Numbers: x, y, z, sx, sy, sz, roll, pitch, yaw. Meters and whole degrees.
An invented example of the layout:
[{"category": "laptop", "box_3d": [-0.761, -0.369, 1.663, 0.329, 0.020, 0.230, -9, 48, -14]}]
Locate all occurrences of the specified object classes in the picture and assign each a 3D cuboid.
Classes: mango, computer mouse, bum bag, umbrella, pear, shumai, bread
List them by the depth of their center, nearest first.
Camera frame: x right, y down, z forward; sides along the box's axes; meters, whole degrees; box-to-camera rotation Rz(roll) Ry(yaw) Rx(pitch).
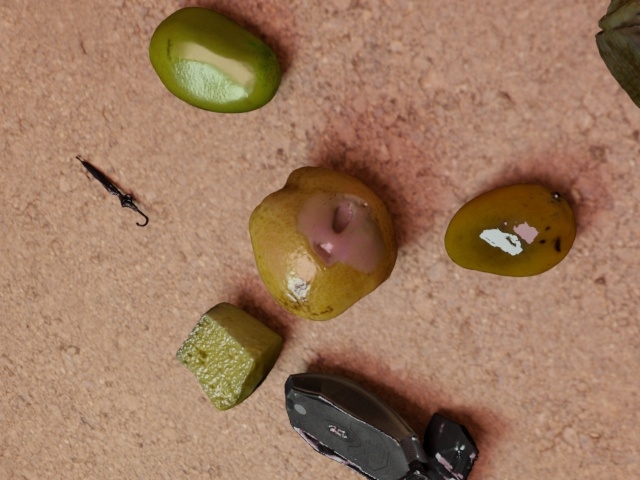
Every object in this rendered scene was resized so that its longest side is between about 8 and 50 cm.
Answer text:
[{"category": "shumai", "box_3d": [0.337, -0.176, 0.861, 0.142, 0.184, 0.184, -39, 92, 11]}, {"category": "mango", "box_3d": [0.199, -0.006, 1.055, 0.161, 0.076, 0.103, -17, 112, 46]}, {"category": "pear", "box_3d": [0.000, 0.000, 1.125, 0.178, 0.178, 0.178, 15, 123, 25]}, {"category": "mango", "box_3d": [-0.126, -0.203, 1.140, 0.163, 0.089, 0.117, 34, 129, 11]}, {"category": "bum bag", "box_3d": [0.160, 0.301, 1.267, 0.087, 0.049, 0.197, 41, 136, 32]}, {"category": "computer mouse", "box_3d": [0.051, 0.239, 1.283, 0.231, 0.071, 0.126, 25, 137, 23]}, {"category": "bread", "box_3d": [-0.117, 0.154, 1.321, 0.114, 0.111, 0.129, 41, 110, 12]}, {"category": "umbrella", "box_3d": [-0.290, -0.073, 1.367, 0.149, 0.022, 0.022, 46, 168, 13]}]
